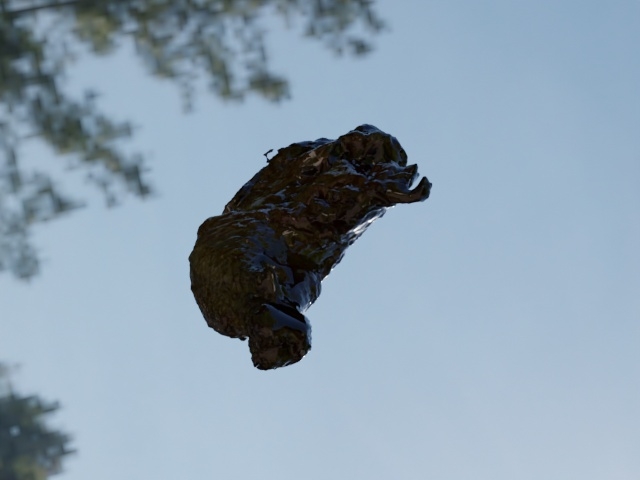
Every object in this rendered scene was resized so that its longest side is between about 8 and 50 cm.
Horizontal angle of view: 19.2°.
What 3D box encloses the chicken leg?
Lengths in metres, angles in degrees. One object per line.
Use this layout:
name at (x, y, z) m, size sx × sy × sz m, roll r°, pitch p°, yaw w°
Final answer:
chicken leg at (-0.011, 0.003, 1.430) m, size 0.177 × 0.322 × 0.083 m, roll -9°, pitch -62°, yaw 40°
